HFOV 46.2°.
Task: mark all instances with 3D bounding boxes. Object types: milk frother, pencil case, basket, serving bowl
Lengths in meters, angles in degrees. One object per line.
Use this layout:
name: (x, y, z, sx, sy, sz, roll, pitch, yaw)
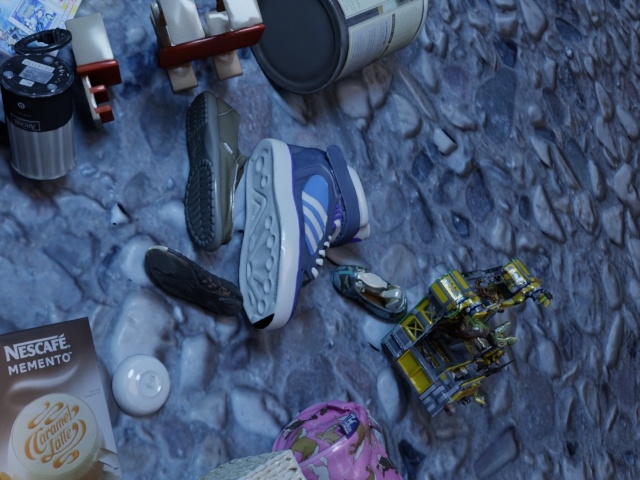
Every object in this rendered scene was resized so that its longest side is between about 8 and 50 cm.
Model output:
milk frother: (-0.347, -0.178, 0.943, 0.129, 0.135, 0.143, 30, 47, 11)
pencil case: (0.082, 0.430, 1.138, 0.386, 0.167, 0.160, 59, 14, -12)
basket: (-0.099, 0.350, 0.990, 0.113, 0.167, 0.103, -19, 84, -45)
serving bowl: (-0.235, 0.192, 1.005, 0.083, 0.027, 0.083, 16, 66, -39)

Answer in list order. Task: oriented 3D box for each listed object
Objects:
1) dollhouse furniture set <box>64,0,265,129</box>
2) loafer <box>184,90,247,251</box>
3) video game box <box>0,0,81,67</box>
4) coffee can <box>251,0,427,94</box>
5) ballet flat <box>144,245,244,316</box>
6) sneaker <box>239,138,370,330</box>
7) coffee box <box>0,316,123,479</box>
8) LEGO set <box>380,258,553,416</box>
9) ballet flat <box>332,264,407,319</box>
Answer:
dollhouse furniture set: (-0.204, -0.256, 1.038, 0.259, 0.262, 0.135, -18, 91, -12)
loafer: (-0.147, -0.104, 1.132, 0.087, 0.094, 0.251, 10, 70, -36)
video game box: (-0.417, -0.336, 0.989, 0.187, 0.048, 0.205, 30, 59, -30)
coffee can: (0.035, -0.393, 1.316, 0.275, 0.201, 0.202, -36, 102, -43)
ballet flat: (-0.184, 0.058, 1.090, 0.173, 0.057, 0.049, 37, 15, -30)
sneaker: (0.000, 0.000, 1.208, 0.236, 0.130, 0.323, 15, 61, -35)
coffee box: (-0.324, 0.226, 0.861, 0.141, 0.098, 0.247, -10, 84, -44)
LEGO set: (0.287, 0.179, 1.330, 0.331, 0.255, 0.192, 2, 48, -54)
ballet flat: (0.105, 0.093, 1.324, 0.188, 0.070, 0.070, 24, 62, -36)
